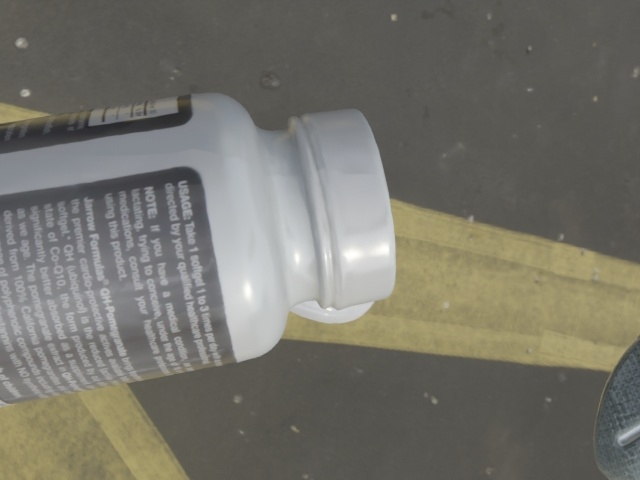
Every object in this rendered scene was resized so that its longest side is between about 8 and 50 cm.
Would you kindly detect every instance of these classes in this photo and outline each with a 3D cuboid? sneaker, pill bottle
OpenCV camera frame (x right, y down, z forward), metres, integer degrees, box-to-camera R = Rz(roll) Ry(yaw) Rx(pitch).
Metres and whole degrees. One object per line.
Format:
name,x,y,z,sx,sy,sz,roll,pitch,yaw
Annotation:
sneaker,0.161,0.037,0.295,0.152,0.053,0.061,-52,159,-9
pill bottle,-0.121,0.002,0.476,0.318,0.176,0.176,-10,103,-6

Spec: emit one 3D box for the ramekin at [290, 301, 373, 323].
ramekin,0.000,0.000,1.269,0.272,0.273,0.127,4,133,-34
